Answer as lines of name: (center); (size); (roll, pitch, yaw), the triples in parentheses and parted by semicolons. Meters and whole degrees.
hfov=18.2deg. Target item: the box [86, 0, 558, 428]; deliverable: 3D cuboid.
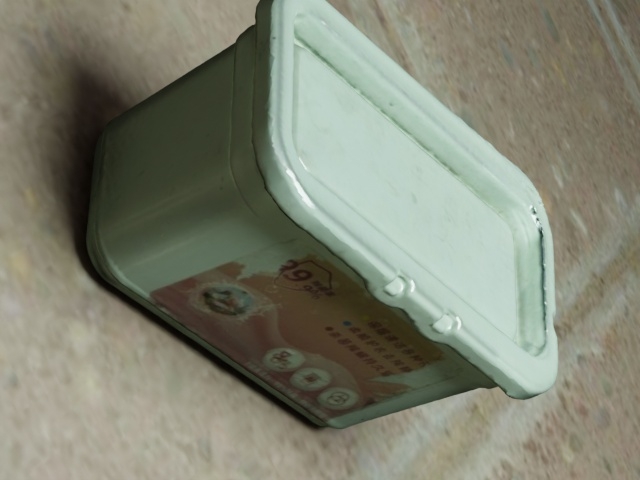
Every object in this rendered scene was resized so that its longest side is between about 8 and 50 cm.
box: (0.000, 0.000, 1.303); (0.312, 0.182, 0.175); (37, 41, -39)
